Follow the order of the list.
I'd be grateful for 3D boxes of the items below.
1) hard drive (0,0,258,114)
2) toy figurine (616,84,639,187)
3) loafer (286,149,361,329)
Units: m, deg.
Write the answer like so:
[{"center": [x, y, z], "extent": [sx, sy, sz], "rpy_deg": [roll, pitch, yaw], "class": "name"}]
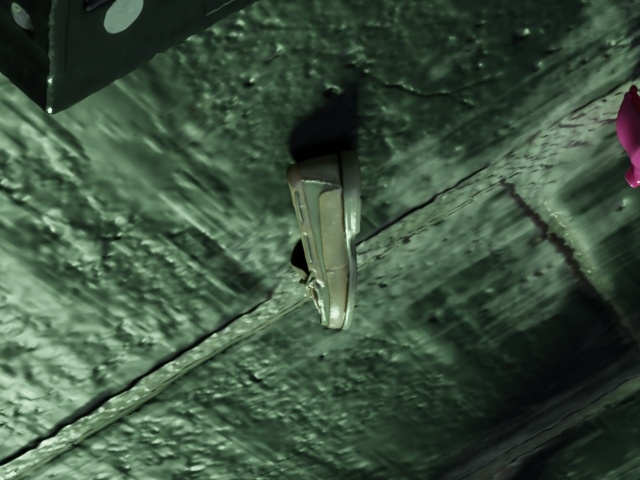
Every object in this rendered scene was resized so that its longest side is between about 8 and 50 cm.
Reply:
[{"center": [-0.006, -0.218, 0.572], "extent": [0.237, 0.064, 0.339], "rpy_deg": [-35, 155, -32], "class": "hard drive"}, {"center": [0.237, -0.075, 0.989], "extent": [0.159, 0.130, 0.173], "rpy_deg": [-7, 123, -10], "class": "toy figurine"}, {"center": [0.000, 0.000, 0.992], "extent": [0.039, 0.045, 0.125], "rpy_deg": [-2, 137, -4], "class": "loafer"}]
